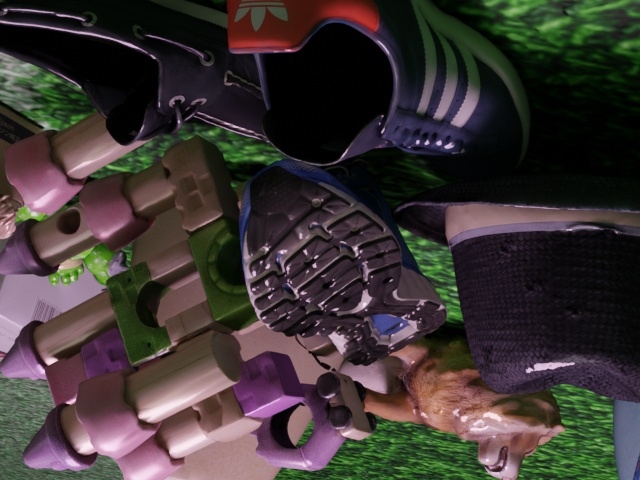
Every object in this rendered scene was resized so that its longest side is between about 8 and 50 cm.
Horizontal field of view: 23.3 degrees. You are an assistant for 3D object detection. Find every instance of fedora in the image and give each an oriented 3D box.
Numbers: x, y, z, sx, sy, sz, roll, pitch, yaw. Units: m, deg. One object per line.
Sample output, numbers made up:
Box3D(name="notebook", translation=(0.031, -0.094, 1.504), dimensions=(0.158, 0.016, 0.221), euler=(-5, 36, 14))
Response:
Box3D(name="fedora", translation=(0.201, 0.048, 1.213), dimensions=(0.334, 0.153, 0.334), euler=(5, 172, 1))

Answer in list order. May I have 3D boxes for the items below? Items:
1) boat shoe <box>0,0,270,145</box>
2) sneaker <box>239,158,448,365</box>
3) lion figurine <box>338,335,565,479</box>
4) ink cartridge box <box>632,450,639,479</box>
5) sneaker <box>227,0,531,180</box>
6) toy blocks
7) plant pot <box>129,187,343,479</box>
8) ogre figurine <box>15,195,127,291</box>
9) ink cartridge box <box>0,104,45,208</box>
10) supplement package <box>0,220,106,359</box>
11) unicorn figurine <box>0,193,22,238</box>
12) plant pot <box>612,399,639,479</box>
Box3D(name="boat shoe", translation=(-0.142, -0.130, 1.156), dimensions=(0.340, 0.113, 0.127), euler=(30, 155, -33))
Box3D(name="sneaker", translation=(0.000, 0.000, 1.299), dimensions=(0.129, 0.147, 0.330), euler=(-31, 156, 5))
Box3D(name="lion figurine", translation=(0.070, 0.159, 1.754), dimensions=(0.240, 0.142, 0.392), euler=(13, 180, -40))
Box3D(name="ink cartridge box", translation=(0.344, 0.139, 1.378), dimensions=(0.086, 0.203, 0.148), euler=(14, 159, 8))
Box3D(name="sneaker", translation=(0.036, -0.098, 1.065), dimensions=(0.131, 0.148, 0.350), euler=(1, 155, 33))
Box3D(name="toy blocks", translation=(-0.161, 0.080, 1.335), dimensions=(0.260, 0.289, 0.309), euler=(-28, 156, 17))
Box3D(name="plant pot", translation=(-0.096, 0.123, 1.544), dimensions=(0.256, 0.274, 0.256), euler=(14, 160, 5))
Box3D(name="ogre figurine", translation=(-0.270, -0.013, 1.580), dimensions=(0.197, 0.097, 0.118), euler=(58, 158, -14))
Box3D(name="ink cartridge box", translation=(-0.409, -0.095, 1.466), dimensions=(0.234, 0.088, 0.193), euler=(-8, 151, 43))
Box3D(name="supplement package", translation=(-0.371, 0.050, 1.742), dimensions=(0.244, 0.134, 0.139), euler=(-4, 151, 42))
Box3D(name="unicorn figurine", translation=(-0.357, -0.019, 1.416), dimensions=(0.162, 0.060, 0.111), euler=(15, 157, -4))
Box3D(name="plant pot", translation=(0.445, 0.272, 1.657), dimensions=(0.290, 0.195, 0.290), euler=(13, 159, 5))
